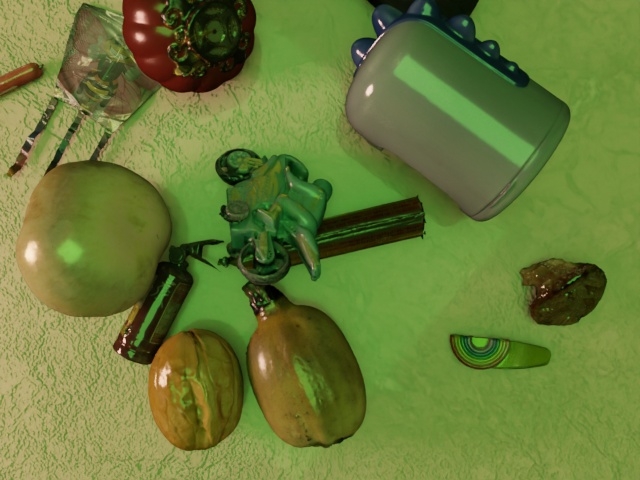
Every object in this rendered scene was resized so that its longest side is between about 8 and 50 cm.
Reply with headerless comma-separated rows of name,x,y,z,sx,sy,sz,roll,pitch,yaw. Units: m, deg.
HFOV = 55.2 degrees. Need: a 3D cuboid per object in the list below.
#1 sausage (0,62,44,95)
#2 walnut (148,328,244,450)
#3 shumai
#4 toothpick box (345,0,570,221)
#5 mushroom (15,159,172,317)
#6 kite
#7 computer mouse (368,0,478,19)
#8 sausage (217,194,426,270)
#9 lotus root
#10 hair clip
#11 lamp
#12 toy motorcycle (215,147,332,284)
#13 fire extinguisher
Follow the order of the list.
sausage,-0.590,-0.261,1.083,0.223,0.029,0.029,-27,90,-2
walnut,-0.209,0.252,1.031,0.159,0.159,0.207,-8,96,-2
shumai,0.438,0.083,1.092,0.123,0.139,0.105,21,54,-29
toothpick box,0.203,-0.229,1.003,0.354,0.263,0.263,35,88,0
mushroom,-0.381,0.001,1.004,0.234,0.260,0.254,-16,92,36
kite,-0.420,-0.244,1.094,0.204,0.022,0.361,31,84,-2
computer mouse,0.157,-0.479,1.080,0.269,0.100,0.170,41,90,-1
sausage,0.000,0.000,1.081,0.371,0.082,0.082,-13,90,-1
lotus root,-0.038,0.201,1.036,0.182,0.183,0.310,-24,84,-2
hair clip,0.328,0.207,1.110,0.188,0.033,0.060,5,90,-2
lamp,-0.218,-0.360,1.018,0.226,0.227,0.227,0,89,-2
toy motorcycle,-0.071,-0.048,1.028,0.198,0.109,0.297,-5,52,-9
fire extinguisher,-0.256,0.097,1.071,0.106,0.075,0.252,28,87,-7
